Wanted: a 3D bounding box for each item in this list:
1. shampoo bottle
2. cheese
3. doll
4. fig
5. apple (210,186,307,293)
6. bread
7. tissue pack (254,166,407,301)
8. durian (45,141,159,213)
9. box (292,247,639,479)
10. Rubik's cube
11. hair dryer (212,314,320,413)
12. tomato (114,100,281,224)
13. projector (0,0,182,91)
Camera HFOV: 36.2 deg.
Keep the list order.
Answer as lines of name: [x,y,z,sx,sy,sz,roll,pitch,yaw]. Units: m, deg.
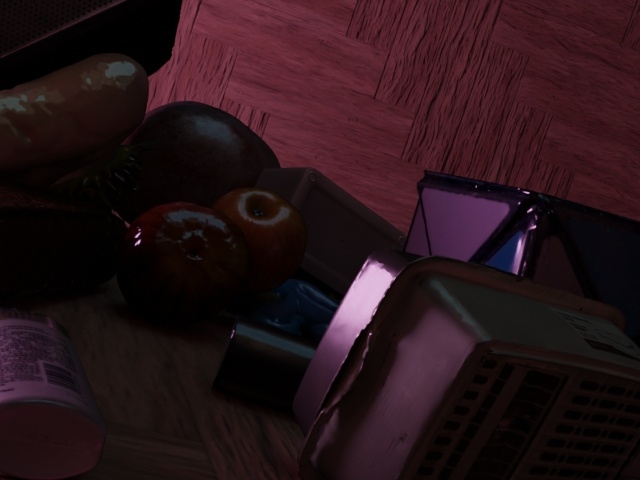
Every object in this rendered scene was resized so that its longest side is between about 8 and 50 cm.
shampoo bottle: [-0.215,0.104,0.719,0.086,0.056,0.227,15,6,-23]
cheese: [-0.416,-0.128,1.256,0.129,0.351,0.328,63,23,4]
doll: [-0.056,0.074,1.434,0.341,0.098,0.346,18,7,17]
fig: [-0.185,0.041,1.199,0.149,0.202,0.148,5,51,-55]
apple: [-0.091,-0.001,1.308,0.146,0.131,0.146,14,34,-9]
bread: [-0.357,-0.004,1.087,0.165,0.113,0.416,20,4,8]
tissue pack: [0.000,0.001,1.628,0.246,0.159,0.136,35,-18,-30]
durian: [-0.421,-0.104,1.545,0.352,0.169,0.158,11,-4,44]
box: [0.131,0.132,0.815,0.290,0.220,0.166,16,18,-37]
Rubik's cube: [0.264,0.098,1.161,0.307,0.305,0.310,16,5,-19]
hair dryer: [-0.012,0.142,1.074,0.196,0.078,0.248,20,-1,-5]
tomato: [-0.224,-0.095,1.745,0.317,0.282,0.316,28,-4,2]
projector: [-0.435,-0.325,1.457,0.242,0.405,0.395,61,-14,1]
